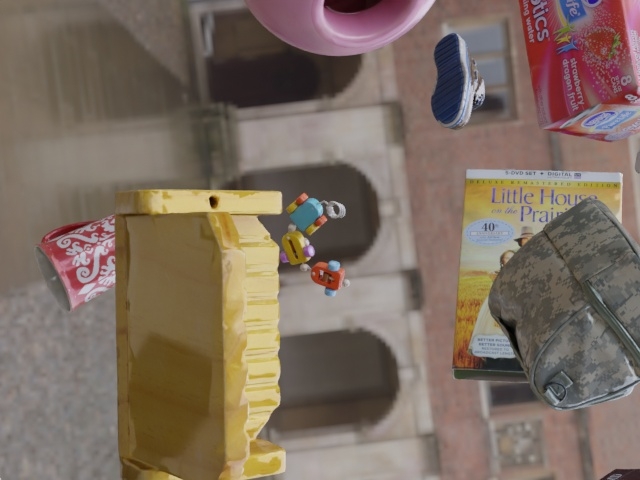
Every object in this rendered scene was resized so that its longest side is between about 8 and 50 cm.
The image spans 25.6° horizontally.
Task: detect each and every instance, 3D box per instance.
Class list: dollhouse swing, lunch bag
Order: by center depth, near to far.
[{"bbox_3d":[-0.082,0.113,1.632,0.305,0.315,0.347,-1,-90,47],"label":"dollhouse swing"},{"bbox_3d":[0.404,0.107,2.193,0.212,0.256,0.305,52,9,-24],"label":"lunch bag"}]

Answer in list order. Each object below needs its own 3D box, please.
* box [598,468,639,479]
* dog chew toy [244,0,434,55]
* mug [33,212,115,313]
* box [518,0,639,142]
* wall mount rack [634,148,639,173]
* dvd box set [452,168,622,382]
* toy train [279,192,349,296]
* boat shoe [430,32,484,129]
[{"bbox_3d":[0.433,0.378,1.725,0.168,0.203,0.167,-15,96,-53],"label":"box"},{"bbox_3d":[-0.006,-0.331,1.347,0.207,0.206,0.332,85,-13,-51],"label":"dog chew toy"},{"bbox_3d":[-0.338,0.007,2.118,0.150,0.169,0.113,54,-23,21],"label":"mug"},{"bbox_3d":[0.285,-0.242,1.417,0.128,0.122,0.257,-21,-110,46],"label":"box"},{"bbox_3d":[0.463,-0.291,2.090,0.130,0.304,0.350,25,12,-48],"label":"wall mount rack"},{"bbox_3d":[0.412,0.064,2.647,0.062,0.307,0.420,73,22,-63],"label":"dvd box set"},{"bbox_3d":[0.000,0.000,2.248,0.046,0.125,0.166,-41,140,-56],"label":"toy train"},{"bbox_3d":[0.203,-0.220,2.013,0.066,0.066,0.183,37,41,-31],"label":"boat shoe"}]
